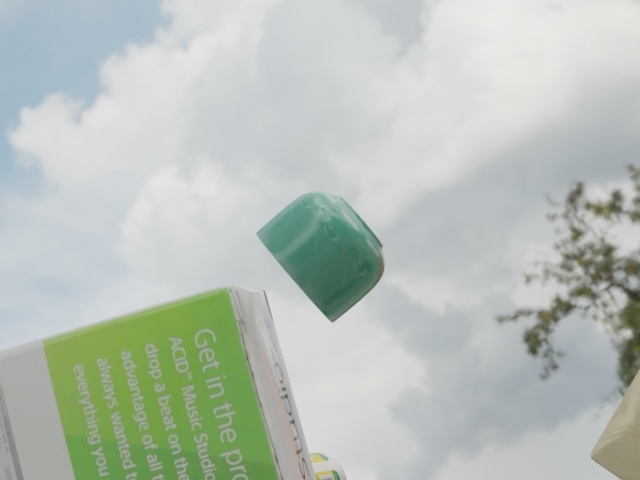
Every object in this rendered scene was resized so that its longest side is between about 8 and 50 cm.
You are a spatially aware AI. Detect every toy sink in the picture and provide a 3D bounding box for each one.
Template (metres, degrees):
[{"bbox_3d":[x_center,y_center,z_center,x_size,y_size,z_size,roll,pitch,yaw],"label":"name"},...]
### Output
[{"bbox_3d":[0.401,0.216,1.193,0.234,0.153,0.131,15,-74,-57],"label":"toy sink"}]

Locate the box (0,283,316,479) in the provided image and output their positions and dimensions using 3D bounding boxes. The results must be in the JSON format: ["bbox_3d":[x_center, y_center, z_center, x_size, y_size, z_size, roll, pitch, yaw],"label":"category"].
[{"bbox_3d":[-0.144,0.169,0.426,0.322,0.232,0.058,-16,-6,10],"label":"box"}]

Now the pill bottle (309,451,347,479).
[{"bbox_3d":[-0.071,0.376,1.698,0.208,0.117,0.117,-1,-35,-39],"label":"pill bottle"}]

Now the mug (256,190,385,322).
[{"bbox_3d":[0.000,0.000,1.273,0.097,0.158,0.129,-40,-24,0],"label":"mug"}]
